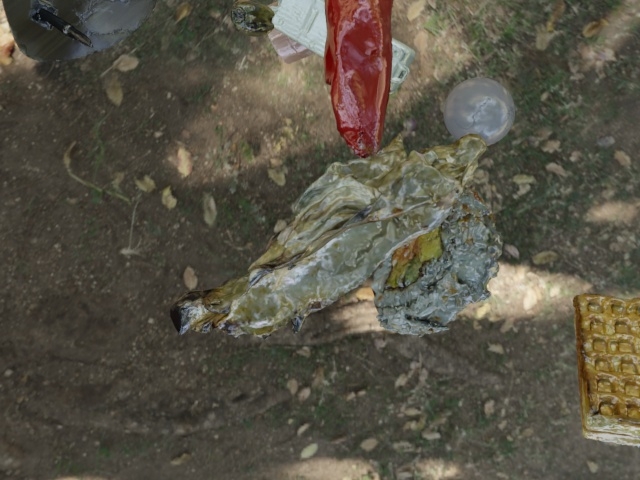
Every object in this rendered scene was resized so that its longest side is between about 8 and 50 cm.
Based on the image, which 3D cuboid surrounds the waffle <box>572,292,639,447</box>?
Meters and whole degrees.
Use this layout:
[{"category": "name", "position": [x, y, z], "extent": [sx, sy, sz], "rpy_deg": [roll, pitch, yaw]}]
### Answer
[{"category": "waffle", "position": [0.281, 0.114, 0.595], "extent": [0.103, 0.148, 0.042], "rpy_deg": [5, 133, 10]}]

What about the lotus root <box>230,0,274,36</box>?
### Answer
[{"category": "lotus root", "position": [-0.106, -0.336, 1.005], "extent": [0.049, 0.099, 0.054], "rpy_deg": [9, 104, 25]}]

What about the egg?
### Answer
[{"category": "egg", "position": [0.339, -0.274, 1.425], "extent": [0.147, 0.198, 0.146], "rpy_deg": [0, 104, 2]}]

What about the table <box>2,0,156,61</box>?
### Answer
[{"category": "table", "position": [-0.403, -0.488, 1.183], "extent": [0.317, 0.249, 0.317], "rpy_deg": [-13, 110, -40]}]

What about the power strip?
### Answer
[{"category": "power strip", "position": [0.032, -0.395, 1.285], "extent": [0.338, 0.058, 0.098], "rpy_deg": [35, 112, 15]}]

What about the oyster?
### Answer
[{"category": "oyster", "position": [0.007, -0.007, 0.708], "extent": [0.361, 0.221, 0.096], "rpy_deg": [-40, 74, 22]}]

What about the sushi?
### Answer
[{"category": "sushi", "position": [0.266, 0.046, 1.583], "extent": [0.176, 0.417, 0.417], "rpy_deg": [23, 118, -18]}]

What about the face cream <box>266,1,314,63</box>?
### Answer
[{"category": "face cream", "position": [-0.060, -0.519, 1.624], "extent": [0.104, 0.149, 0.149], "rpy_deg": [-18, 119, 19]}]

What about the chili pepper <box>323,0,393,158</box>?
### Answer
[{"category": "chili pepper", "position": [0.060, -0.306, 1.007], "extent": [0.110, 0.110, 0.387], "rpy_deg": [0, 78, 0]}]
